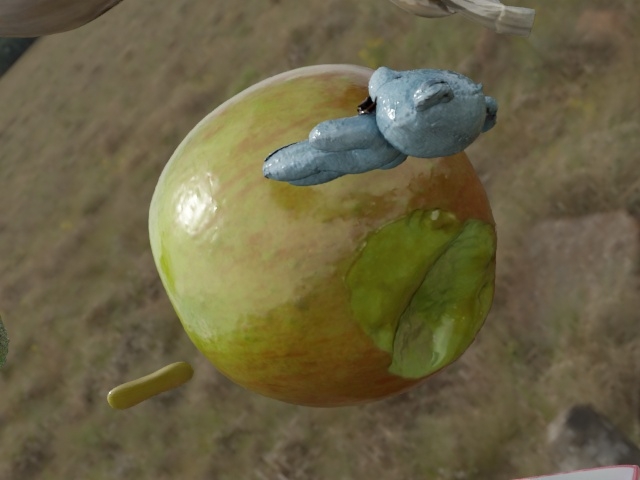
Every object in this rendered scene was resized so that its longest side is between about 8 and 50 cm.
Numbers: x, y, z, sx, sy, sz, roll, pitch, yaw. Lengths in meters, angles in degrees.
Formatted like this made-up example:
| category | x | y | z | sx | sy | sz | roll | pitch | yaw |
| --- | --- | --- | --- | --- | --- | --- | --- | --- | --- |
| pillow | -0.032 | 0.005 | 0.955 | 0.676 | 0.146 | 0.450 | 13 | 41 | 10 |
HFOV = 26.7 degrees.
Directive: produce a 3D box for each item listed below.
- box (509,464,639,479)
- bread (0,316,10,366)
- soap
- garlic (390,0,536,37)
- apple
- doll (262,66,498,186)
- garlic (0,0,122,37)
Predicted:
| category | x | y | z | sx | sy | sz | roll | pitch | yaw |
| --- | --- | --- | --- | --- | --- | --- | --- | --- | --- |
| box | 0.222 | 0.459 | 1.435 | 0.300 | 0.314 | 0.312 | -13 | 23 | 27 |
| bread | -0.420 | 0.058 | 1.413 | 0.064 | 0.232 | 0.172 | -39 | 12 | 18 |
| soap | -0.166 | 0.143 | 1.325 | 0.089 | 0.034 | 0.012 | -24 | 46 | 0 |
| garlic | 0.117 | -0.254 | 1.208 | 0.127 | 0.194 | 0.131 | -48 | -25 | -7 |
| apple | 0.000 | 0.000 | 1.319 | 0.339 | 0.339 | 0.339 | -44 | 13 | 13 |
| doll | 0.041 | -0.090 | 1.020 | 0.179 | 0.075 | 0.120 | -10 | -5 | 27 |
| garlic | -0.199 | -0.234 | 0.880 | 0.191 | 0.160 | 0.214 | -16 | 39 | -12 |
